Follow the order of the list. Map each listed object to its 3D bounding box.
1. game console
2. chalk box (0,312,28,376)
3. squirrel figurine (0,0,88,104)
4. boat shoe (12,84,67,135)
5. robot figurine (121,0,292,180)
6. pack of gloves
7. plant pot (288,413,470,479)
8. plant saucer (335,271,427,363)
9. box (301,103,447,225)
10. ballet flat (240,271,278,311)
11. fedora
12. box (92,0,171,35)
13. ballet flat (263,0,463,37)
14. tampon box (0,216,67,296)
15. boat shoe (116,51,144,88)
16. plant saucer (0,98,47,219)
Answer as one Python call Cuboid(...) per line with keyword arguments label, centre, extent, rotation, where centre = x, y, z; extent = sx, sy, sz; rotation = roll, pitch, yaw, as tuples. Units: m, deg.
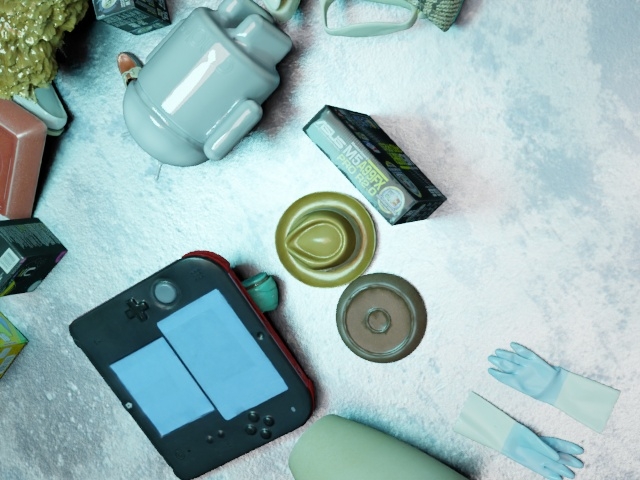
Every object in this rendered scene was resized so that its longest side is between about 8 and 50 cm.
Cuboid(label="game console", centre=(-0.231, 0.234, 1.883), extent=(0.342, 0.060, 0.386), rotation=(-30, 102, 15))
Cuboid(label="chalk box", centre=(-0.723, 0.184, 2.046), extent=(0.213, 0.132, 0.132), rotation=(42, 102, 11))
Cuboid(label="squirrel figurine", centre=(-0.622, -0.434, 1.840), extent=(0.370, 0.281, 0.397), rotation=(-39, 69, -3))
Cuboid(label="boat shoe", centre=(-0.585, -0.339, 1.991), extent=(0.103, 0.113, 0.302), rotation=(-44, 79, 19))
Cuboid(label="robot figurine", centre=(-0.215, -0.275, 1.838), extent=(0.353, 0.200, 0.300), rotation=(-46, 52, 13))
Cuboid(label="pack of gloves", centre=(0.370, 0.300, 1.772), extent=(0.232, 0.046, 0.195), rotation=(25, 100, 14))
Cuboid(label="plant pot", centre=(0.081, 0.436, 1.779), extent=(0.274, 0.256, 0.256), rotation=(37, 102, 28))
Cuboid(label="plant saucer", centre=(0.106, 0.142, 1.845), extent=(0.168, 0.029, 0.168), rotation=(2, 98, 13))
Cuboid(label="box", centre=(0.098, -0.125, 1.716), extent=(0.060, 0.270, 0.216), rotation=(-45, 79, 15))
Cuboid(label="ballet flat", centre=(-0.189, 0.135, 1.915), extent=(0.247, 0.083, 0.087), rotation=(-18, 101, 18))
Cuboid(label="fedora", centre=(0.000, 0.000, 1.850), extent=(0.194, 0.079, 0.194), rotation=(1, 93, 17))
Cuboid(label="box", centre=(-0.356, -0.470, 1.881), extent=(0.077, 0.180, 0.147), rotation=(-14, 89, 13))
Cuboid(label="ballet flat", centre=(0.013, -0.453, 1.785), extent=(0.483, 0.164, 0.182), rotation=(14, 96, 12))
Cuboid(label="tampon box", centre=(-0.597, 0.033, 1.986), extent=(0.101, 0.161, 0.120), rotation=(46, 105, 9))
Cuboid(label="boat shoe", centre=(-0.355, -0.304, 1.961), extent=(0.049, 0.043, 0.137), rotation=(-30, 83, 18))
Cuboid(label="plant saucer", centre=(-0.662, -0.182, 1.997), extent=(0.259, 0.048, 0.258), rotation=(33, 129, 12))
